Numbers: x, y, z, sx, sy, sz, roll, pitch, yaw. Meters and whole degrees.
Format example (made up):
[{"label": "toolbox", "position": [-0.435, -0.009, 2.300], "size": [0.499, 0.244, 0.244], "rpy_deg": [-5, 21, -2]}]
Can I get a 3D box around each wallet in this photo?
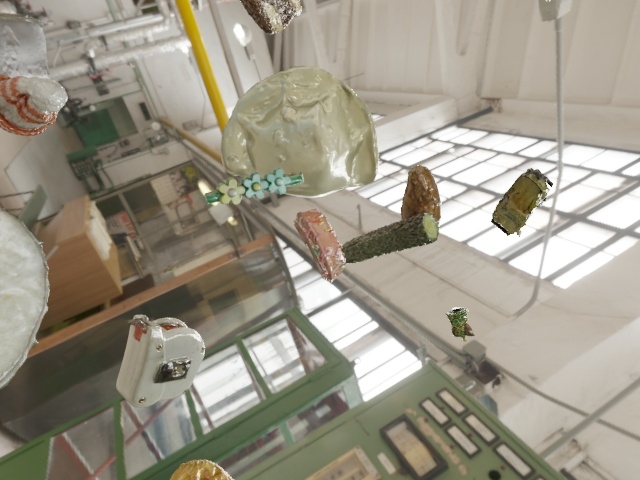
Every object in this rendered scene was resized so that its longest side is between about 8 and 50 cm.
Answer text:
[{"label": "wallet", "position": [-0.738, -0.443, 0.972], "size": [0.309, 0.042, 0.165], "rpy_deg": [-93, -174, -66]}]

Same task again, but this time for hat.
[{"label": "hat", "position": [-0.466, -0.230, 0.680], "size": [0.162, 0.112, 0.094], "rpy_deg": [-8, -107, 32]}]

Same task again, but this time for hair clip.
[{"label": "hair clip", "position": [-0.105, -0.092, 0.690], "size": [0.049, 0.172, 0.049], "rpy_deg": [38, -42, 45]}]

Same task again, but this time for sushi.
[{"label": "sushi", "position": [0.687, -0.112, 1.422], "size": [0.139, 0.131, 0.291], "rpy_deg": [52, -28, 24]}]

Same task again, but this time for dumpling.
[{"label": "dumpling", "position": [-0.048, -0.267, 1.045], "size": [0.233, 0.394, 0.316], "rpy_deg": [-100, -169, -79]}]

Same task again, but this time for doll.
[{"label": "doll", "position": [0.451, 0.276, 1.366], "size": [0.078, 0.076, 0.113], "rpy_deg": [-20, -113, 49]}]

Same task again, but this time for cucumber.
[{"label": "cucumber", "position": [0.197, 0.005, 1.322], "size": [0.359, 0.096, 0.096], "rpy_deg": [-20, -85, 42]}]

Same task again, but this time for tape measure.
[{"label": "tape measure", "position": [-0.487, 0.365, 1.285], "size": [0.130, 0.265, 0.258], "rpy_deg": [18, -85, 37]}]

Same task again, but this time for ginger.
[{"label": "ginger", "position": [0.412, -0.151, 1.716], "size": [0.165, 0.172, 0.321], "rpy_deg": [-1, -79, 25]}]

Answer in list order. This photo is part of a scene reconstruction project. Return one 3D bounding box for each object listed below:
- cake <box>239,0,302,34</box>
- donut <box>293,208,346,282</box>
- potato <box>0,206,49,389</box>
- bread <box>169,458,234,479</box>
[{"label": "cake", "position": [-0.129, -0.531, 0.794], "size": [0.246, 0.112, 0.135], "rpy_deg": [52, -4, -20]}, {"label": "donut", "position": [0.000, 0.000, 0.856], "size": [0.166, 0.065, 0.117], "rpy_deg": [61, -8, 11]}, {"label": "potato", "position": [-0.504, 0.074, 0.519], "size": [0.196, 0.300, 0.246], "rpy_deg": [14, -25, 41]}, {"label": "bread", "position": [-0.144, 0.328, 0.526], "size": [0.110, 0.044, 0.083], "rpy_deg": [43, 25, -6]}]
